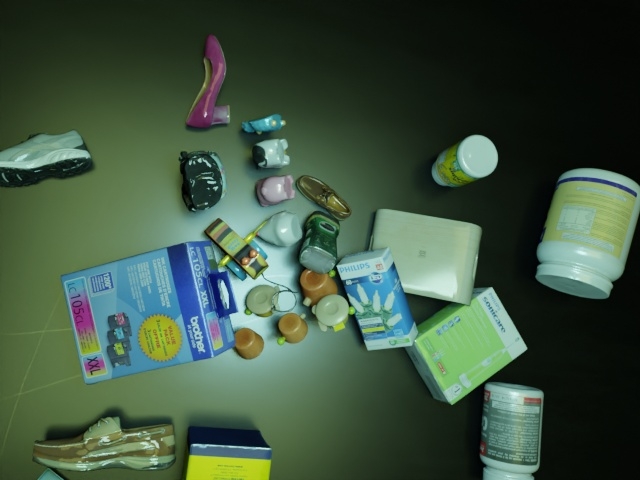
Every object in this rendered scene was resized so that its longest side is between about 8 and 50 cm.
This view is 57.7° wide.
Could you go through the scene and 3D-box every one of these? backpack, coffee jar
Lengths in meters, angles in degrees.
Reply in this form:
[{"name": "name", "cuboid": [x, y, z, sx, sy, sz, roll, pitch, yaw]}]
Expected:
[{"name": "backpack", "cuboid": [-0.298, -0.161, 1.475, 0.115, 0.182, 0.152, -6, 107, -13]}, {"name": "coffee jar", "cuboid": [0.000, 0.000, 1.541, 0.096, 0.184, 0.079, 27, 124, -12]}]

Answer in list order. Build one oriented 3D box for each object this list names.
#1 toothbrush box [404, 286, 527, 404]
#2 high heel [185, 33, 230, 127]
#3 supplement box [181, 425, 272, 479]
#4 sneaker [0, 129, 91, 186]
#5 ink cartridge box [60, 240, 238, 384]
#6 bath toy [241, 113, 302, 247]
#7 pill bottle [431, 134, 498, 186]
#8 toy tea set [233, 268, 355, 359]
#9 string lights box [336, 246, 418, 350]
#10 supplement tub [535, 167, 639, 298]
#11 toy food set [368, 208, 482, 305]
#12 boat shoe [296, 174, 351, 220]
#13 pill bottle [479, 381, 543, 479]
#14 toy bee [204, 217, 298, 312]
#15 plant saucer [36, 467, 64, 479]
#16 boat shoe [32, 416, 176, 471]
[{"name": "toothbrush box", "cuboid": [0.401, 0.291, 1.638, 0.283, 0.122, 0.206, -31, 92, -14]}, {"name": "high heel", "cuboid": [-0.314, -0.424, 1.545, 0.117, 0.082, 0.244, -8, 100, -25]}, {"name": "supplement box", "cuboid": [-0.245, 0.655, 1.402, 0.195, 0.194, 0.357, 8, 83, -13]}, {"name": "sneaker", "cuboid": [-0.711, -0.205, 1.423, 0.271, 0.100, 0.108, -14, 74, -19]}, {"name": "ink cartridge box", "cuboid": [-0.371, 0.158, 1.360, 0.395, 0.151, 0.270, -15, 88, 11]}, {"name": "bath toy", "cuboid": [-0.133, -0.151, 1.544, 0.129, 0.151, 0.348, -8, 91, 20]}, {"name": "pill bottle", "cuboid": [0.397, -0.216, 1.639, 0.117, 0.208, 0.118, 1, 84, -15]}, {"name": "toy tea set", "cuboid": [-0.079, 0.200, 1.533, 0.336, 0.124, 0.200, -20, 55, 2]}, {"name": "string lights box", "cuboid": [0.154, 0.157, 1.548, 0.133, 0.077, 0.260, -13, 107, 28]}, {"name": "supplement tub", "cuboid": [0.780, -0.018, 1.703, 0.241, 0.241, 0.331, 23, 80, -11]}, {"name": "toy food set", "cuboid": [0.282, 0.046, 1.619, 0.306, 0.092, 0.220, 10, 82, 11]}, {"name": "boat shoe", "cuboid": [0.015, -0.124, 1.610, 0.178, 0.060, 0.064, 37, 77, -8]}, {"name": "pill bottle", "cuboid": [0.532, 0.552, 1.627, 0.161, 0.161, 0.283, 8, 83, -13]}, {"name": "toy bee", "cuboid": [-0.180, 0.032, 1.447, 0.298, 0.162, 0.195, 21, 73, 12]}, {"name": "plant saucer", "cuboid": [-0.691, 0.637, 1.381, 0.067, 0.018, 0.192, 43, 77, -7]}, {"name": "boat shoe", "cuboid": [-0.510, 0.484, 1.398, 0.324, 0.122, 0.120, 9, 77, -22]}]
